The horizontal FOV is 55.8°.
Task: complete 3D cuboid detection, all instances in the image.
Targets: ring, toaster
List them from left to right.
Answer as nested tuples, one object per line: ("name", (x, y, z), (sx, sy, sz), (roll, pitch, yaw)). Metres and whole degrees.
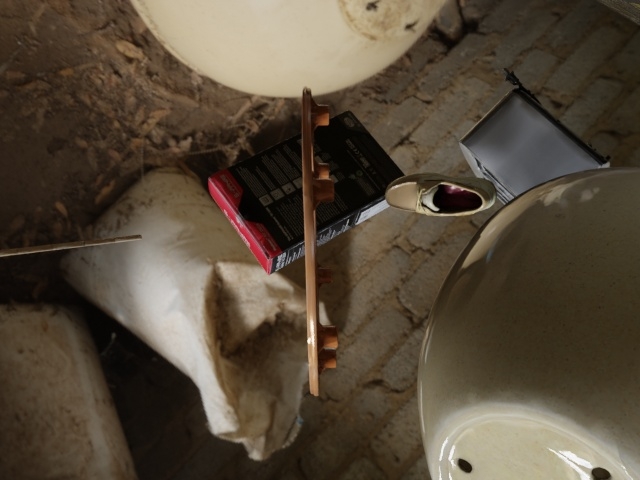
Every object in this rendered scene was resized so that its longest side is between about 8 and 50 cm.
("ring", (0.000, 0.000, 0.675), (0.032, 0.336, 0.336), (-1, 134, 0))
("toaster", (0.282, -0.102, 0.808), (0.110, 0.185, 0.168), (-43, 155, 8))

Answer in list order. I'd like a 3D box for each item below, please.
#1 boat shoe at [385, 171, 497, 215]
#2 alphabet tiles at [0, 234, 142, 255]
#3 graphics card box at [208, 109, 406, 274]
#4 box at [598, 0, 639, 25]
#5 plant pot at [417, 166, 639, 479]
("boat shoe", (0.136, -0.054, 0.718), (0.045, 0.136, 0.050), (-34, 118, -58))
("alphabet tiles", (-0.379, 0.014, 0.750), (0.237, 0.198, 0.009), (-9, 93, -50))
("graphics card box", (-0.022, -0.113, 1.307), (0.371, 0.232, 0.094), (-31, 160, -21))
("box", (0.298, -0.175, 0.394), (0.395, 0.318, 0.097), (13, 116, -29))
("plant pot", (0.176, 0.113, 0.390), (0.191, 0.284, 0.284), (-30, 142, -46))
